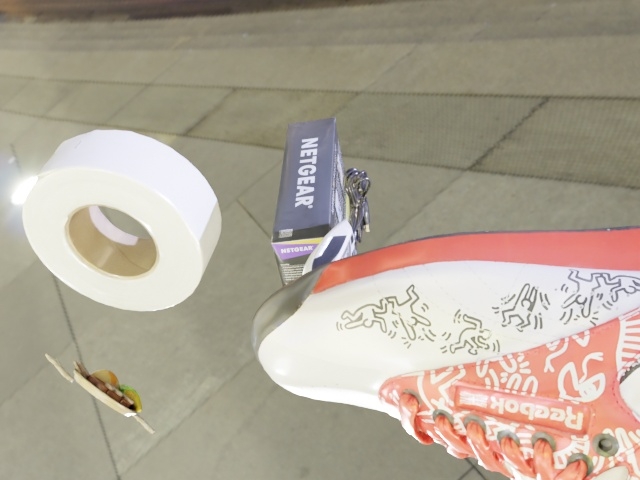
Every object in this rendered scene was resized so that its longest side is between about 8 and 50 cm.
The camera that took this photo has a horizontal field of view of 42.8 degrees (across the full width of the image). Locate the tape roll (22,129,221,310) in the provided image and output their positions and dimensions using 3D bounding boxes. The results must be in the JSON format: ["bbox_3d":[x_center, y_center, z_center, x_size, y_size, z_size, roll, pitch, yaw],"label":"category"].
[{"bbox_3d":[-0.300,-0.026,1.242,0.286,0.286,0.100,-17,34,29],"label":"tape roll"}]

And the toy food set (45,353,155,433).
[{"bbox_3d":[-0.345,0.236,1.323,0.039,0.192,0.132,-54,32,-12],"label":"toy food set"}]

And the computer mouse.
[{"bbox_3d":[0.015,0.011,0.957,0.042,0.106,0.193,14,47,14],"label":"computer mouse"}]

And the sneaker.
[{"bbox_3d":[0.096,0.075,0.316,0.270,0.090,0.145,-8,59,14],"label":"sneaker"}]

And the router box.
[{"bbox_3d":[0.000,0.000,1.216,0.081,0.243,0.309,-6,37,8],"label":"router box"}]
